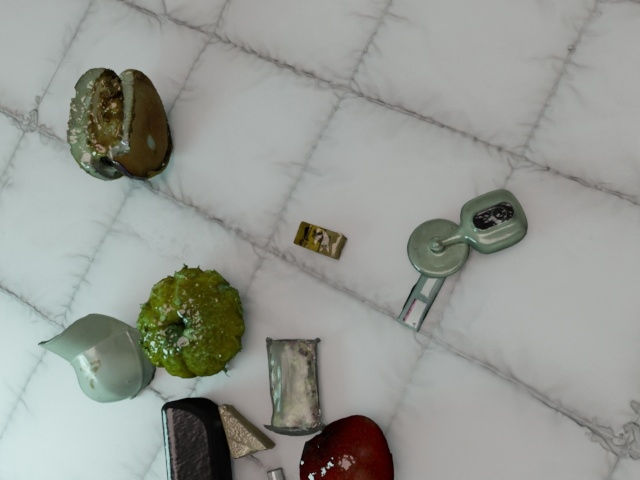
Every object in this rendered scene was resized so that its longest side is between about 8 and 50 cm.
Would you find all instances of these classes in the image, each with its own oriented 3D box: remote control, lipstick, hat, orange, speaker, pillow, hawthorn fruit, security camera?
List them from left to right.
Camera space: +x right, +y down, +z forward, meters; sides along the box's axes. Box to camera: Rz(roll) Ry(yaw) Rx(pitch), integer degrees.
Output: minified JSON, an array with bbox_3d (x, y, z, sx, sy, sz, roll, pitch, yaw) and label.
[{"bbox_3d":[-0.614,0.331,1.584,0.257,0.301,0.168,-33,51,10],"label":"hat"},{"bbox_3d":[-0.341,0.217,1.536,0.299,0.223,0.301,25,88,14],"label":"orange"},{"bbox_3d":[-0.276,0.595,1.479,0.183,0.180,0.389,-11,78,7],"label":"speaker"},{"bbox_3d":[-0.102,0.661,1.478,0.040,0.040,0.141,-20,75,13],"label":"lipstick"},{"bbox_3d":[-0.065,0.379,1.508,0.168,0.059,0.255,-6,77,15],"label":"pillow"},{"bbox_3d":[0.077,0.562,1.358,0.230,0.210,0.266,-34,78,11],"label":"hawthorn fruit"},{"bbox_3d":[0.256,0.146,1.467,0.065,0.029,0.166,28,89,18],"label":"remote control"},{"bbox_3d":[0.357,-0.016,1.430,0.301,0.080,0.157,-24,67,9],"label":"security camera"}]

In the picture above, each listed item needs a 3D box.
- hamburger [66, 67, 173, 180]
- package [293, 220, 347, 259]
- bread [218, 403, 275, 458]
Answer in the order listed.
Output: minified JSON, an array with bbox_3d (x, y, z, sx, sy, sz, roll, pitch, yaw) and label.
[{"bbox_3d":[-0.565,-0.319,1.668,0.195,0.277,0.319,-1,75,12],"label":"hamburger"},{"bbox_3d":[0.000,0.000,1.561,0.131,0.047,0.071,18,88,20],"label":"package"},{"bbox_3d":[-0.195,0.490,1.516,0.105,0.077,0.152,-23,72,7],"label":"bread"}]
